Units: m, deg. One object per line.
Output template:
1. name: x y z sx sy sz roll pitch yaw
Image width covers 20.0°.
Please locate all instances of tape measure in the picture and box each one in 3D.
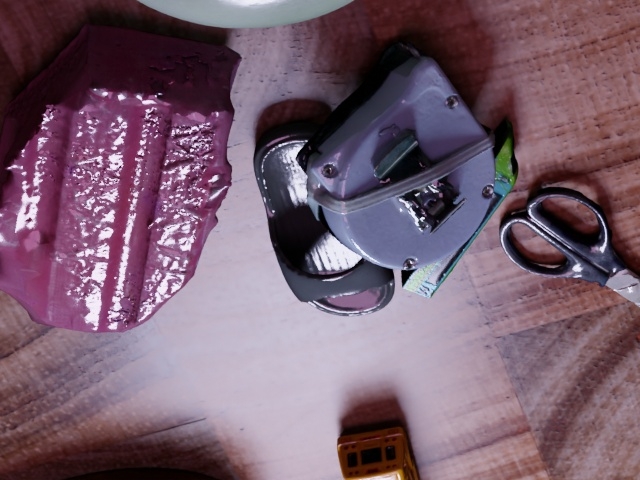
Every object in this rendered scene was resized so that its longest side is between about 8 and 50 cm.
1. tape measure: 0.078 -0.066 1.712 0.181 0.107 0.182 42 87 -30

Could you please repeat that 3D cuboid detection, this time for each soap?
1. soap: -0.205 -0.049 1.734 0.220 0.127 0.325 11 128 -9

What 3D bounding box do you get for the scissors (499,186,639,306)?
1. scissors: 0.315 0.041 1.884 0.300 0.022 0.109 32 124 -25

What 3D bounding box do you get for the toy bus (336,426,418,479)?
1. toy bus: 0.074 0.303 2.038 0.083 0.088 0.194 -11 127 6

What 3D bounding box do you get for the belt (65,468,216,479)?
1. belt: -0.226 0.380 2.072 0.338 0.122 0.217 -11 126 7

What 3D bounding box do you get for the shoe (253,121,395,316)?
1. shoe: 0.000 0.000 1.800 0.108 0.093 0.241 -16 125 9

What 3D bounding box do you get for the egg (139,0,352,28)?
1. egg: -0.059 -0.278 1.510 0.282 0.203 0.203 -7 128 -1

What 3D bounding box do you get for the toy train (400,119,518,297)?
1. toy train: 0.150 -0.030 1.809 0.042 0.044 0.209 23 124 -18
